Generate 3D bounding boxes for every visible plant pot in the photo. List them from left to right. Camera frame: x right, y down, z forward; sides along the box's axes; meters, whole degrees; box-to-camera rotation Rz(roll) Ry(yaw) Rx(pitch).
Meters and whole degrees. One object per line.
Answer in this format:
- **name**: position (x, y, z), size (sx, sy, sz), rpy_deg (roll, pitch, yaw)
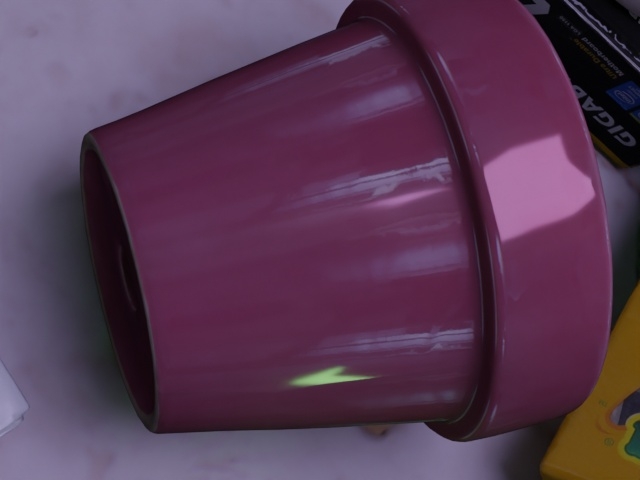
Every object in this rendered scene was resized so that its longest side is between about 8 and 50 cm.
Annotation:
- **plant pot**: position (0.000, 0.000, 0.722), size (0.180, 0.201, 0.201), rpy_deg (-13, 86, -16)

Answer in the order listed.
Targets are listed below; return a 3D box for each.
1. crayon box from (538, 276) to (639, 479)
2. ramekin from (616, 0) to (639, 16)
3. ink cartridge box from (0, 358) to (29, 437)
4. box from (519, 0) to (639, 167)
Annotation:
- **crayon box**: position (0.246, 0.075, 0.826), size (0.318, 0.202, 0.081), rpy_deg (-59, 153, -22)
- **ramekin**: position (0.225, -0.242, 0.841), size (0.273, 0.127, 0.273), rpy_deg (7, 76, -28)
- **ink cartridge box**: position (-0.216, 0.029, 0.648), size (0.127, 0.072, 0.175), rpy_deg (-33, 97, -30)
- **box**: position (0.127, -0.236, 0.903), size (0.322, 0.079, 0.257), rpy_deg (39, 61, -17)
